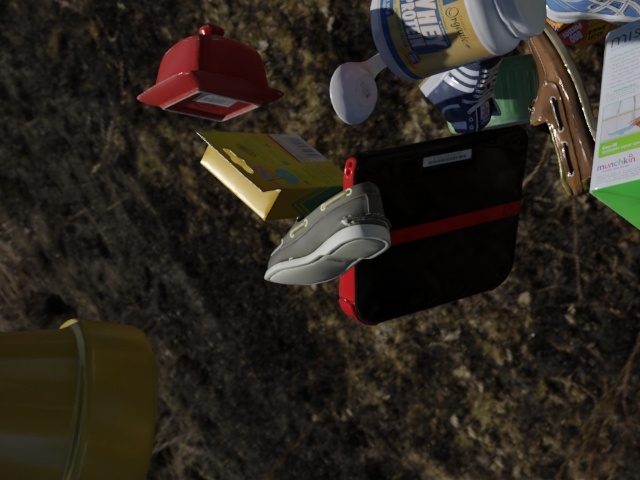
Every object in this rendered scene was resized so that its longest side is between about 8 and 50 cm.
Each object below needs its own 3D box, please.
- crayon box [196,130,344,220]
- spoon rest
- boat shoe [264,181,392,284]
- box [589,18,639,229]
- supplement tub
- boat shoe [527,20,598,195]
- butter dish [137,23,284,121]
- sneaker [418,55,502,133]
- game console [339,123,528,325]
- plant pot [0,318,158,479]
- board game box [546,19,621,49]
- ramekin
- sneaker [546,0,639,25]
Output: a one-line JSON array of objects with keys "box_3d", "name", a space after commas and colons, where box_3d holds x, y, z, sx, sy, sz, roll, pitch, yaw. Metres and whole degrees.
[{"box_3d": [-0.094, -0.134, 1.487, 0.202, 0.318, 0.081, 42, 116, 25], "name": "crayon box"}, {"box_3d": [0.114, -0.371, 1.698, 0.084, 0.276, 0.137, 4, 130, 49], "name": "spoon rest"}, {"box_3d": [0.004, 0.001, 1.141, 0.305, 0.109, 0.091, -29, 58, 55], "name": "boat shoe"}, {"box_3d": [0.448, -0.155, 0.803, 0.127, 0.231, 0.262, 29, 153, -31], "name": "box"}, {"box_3d": [0.183, -0.305, 0.988, 0.199, 0.144, 0.144, -10, 117, 38], "name": "supplement tub"}, {"box_3d": [0.399, -0.223, 1.241, 0.111, 0.104, 0.307, 18, -131, -63], "name": "boat shoe"}, {"box_3d": [-0.151, -0.240, 1.025, 0.160, 0.160, 0.118, -8, 80, 49], "name": "butter dish"}, {"box_3d": [0.308, -0.304, 1.416, 0.153, 0.099, 0.282, 56, 156, 1], "name": "sneaker"}, {"box_3d": [0.211, -0.028, 1.366, 0.060, 0.386, 0.342, 38, 135, 54], "name": "game console"}, {"box_3d": [-0.341, 0.203, 0.826, 0.239, 0.254, 0.254, 15, 172, -30], "name": "plant pot"}, {"box_3d": [0.507, -0.659, 1.487, 0.356, 0.356, 0.356, 36, 149, 41], "name": "board game box"}, {"box_3d": [0.446, -0.358, 1.835, 0.303, 0.303, 0.148, -2, 98, 59], "name": "ramekin"}, {"box_3d": [0.454, -0.388, 1.156, 0.211, 0.080, 0.081, -1, 159, 21], "name": "sneaker"}]
